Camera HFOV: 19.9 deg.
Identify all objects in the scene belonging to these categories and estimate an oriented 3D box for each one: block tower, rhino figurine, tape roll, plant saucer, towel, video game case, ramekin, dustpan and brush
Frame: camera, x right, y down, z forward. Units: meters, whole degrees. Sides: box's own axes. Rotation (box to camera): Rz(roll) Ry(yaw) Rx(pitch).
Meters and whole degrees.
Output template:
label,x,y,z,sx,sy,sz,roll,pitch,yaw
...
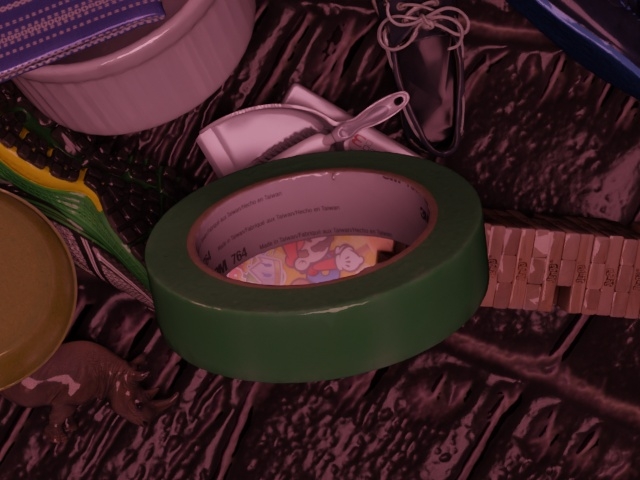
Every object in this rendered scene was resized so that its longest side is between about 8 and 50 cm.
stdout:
label,x,y,z,sx,sy,sz,roll,pitch,yaw
block tower,0.235,0.021,1.927,0.335,0.091,0.097,3,103,-18
rhino figurine,-0.268,0.154,1.911,0.243,0.073,0.106,6,104,-12
tape roll,-0.003,0.017,1.720,0.321,0.321,0.077,-12,117,-6
plant saucer,-0.361,0.044,1.793,0.241,0.037,0.241,-5,116,-9
towel,-0.295,-0.279,1.701,0.243,0.336,0.040,-22,146,1
video game case,0.002,-0.020,1.929,0.206,0.026,0.227,30,96,-10
ramekin,-0.194,-0.233,1.736,0.277,0.277,0.135,-30,143,-1
dustpan and brush,-0.004,-0.099,1.872,0.211,0.060,0.147,-31,101,0

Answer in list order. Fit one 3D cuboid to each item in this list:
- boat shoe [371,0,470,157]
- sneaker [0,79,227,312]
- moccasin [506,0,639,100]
label,x,y,z,sx,sy,sz,roll,pitch,yaw
boat shoe,0.104,-0.210,1.884,0.095,0.079,0.254,-7,103,-6
sneaker,-0.240,-0.030,1.857,0.343,0.134,0.146,40,132,-12
moccasin,0.280,-0.259,1.872,0.342,0.138,0.117,38,85,-17
